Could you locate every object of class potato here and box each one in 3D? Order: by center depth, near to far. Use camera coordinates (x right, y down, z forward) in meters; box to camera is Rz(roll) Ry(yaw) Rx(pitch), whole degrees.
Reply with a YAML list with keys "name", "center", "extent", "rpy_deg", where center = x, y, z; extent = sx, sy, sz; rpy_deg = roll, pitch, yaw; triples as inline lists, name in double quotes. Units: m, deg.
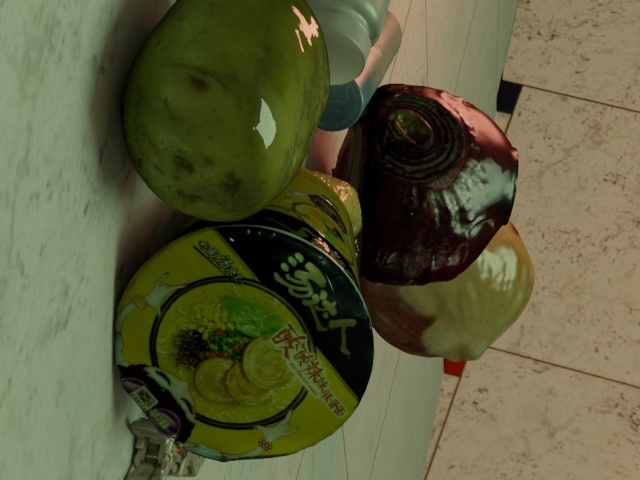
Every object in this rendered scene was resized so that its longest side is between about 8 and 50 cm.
- name: "potato"
  center: [-0.071, -0.113, 1.450]
  extent: [0.197, 0.148, 0.228]
  rpy_deg: [70, 26, -42]

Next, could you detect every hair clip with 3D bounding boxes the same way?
- name: "hair clip"
  center: [-0.132, 0.199, 1.670]
  extent: [0.226, 0.034, 0.072]
  rpy_deg: [38, 61, -78]

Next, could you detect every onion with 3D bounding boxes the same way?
- name: "onion"
  center: [0.124, -0.047, 2.225]
  extent: [0.216, 0.206, 0.207]
  rpy_deg: [112, -19, -61]

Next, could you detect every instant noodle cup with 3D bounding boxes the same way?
- name: "instant noodle cup"
  center: [-0.052, 0.044, 1.587]
  extent: [0.236, 0.215, 0.215]
  rpy_deg: [-77, 172, -67]

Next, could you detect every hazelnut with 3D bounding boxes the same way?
- name: "hazelnut"
  center: [0.167, 0.052, 2.572]
  extent: [0.261, 0.261, 0.241]
  rpy_deg: [74, -4, -65]

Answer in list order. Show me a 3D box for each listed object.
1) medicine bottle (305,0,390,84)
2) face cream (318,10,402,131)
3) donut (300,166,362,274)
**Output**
- name: "medicine bottle"
  center: [0.023, -0.261, 1.967]
  extent: [0.103, 0.102, 0.187]
  rpy_deg: [84, 18, -52]
- name: "face cream"
  center: [0.037, -0.201, 2.150]
  extent: [0.250, 0.077, 0.077]
  rpy_deg: [-64, 159, -64]
- name: "donut"
  center: [-0.001, -0.001, 2.081]
  extent: [0.217, 0.085, 0.141]
  rpy_deg: [83, 18, -48]
